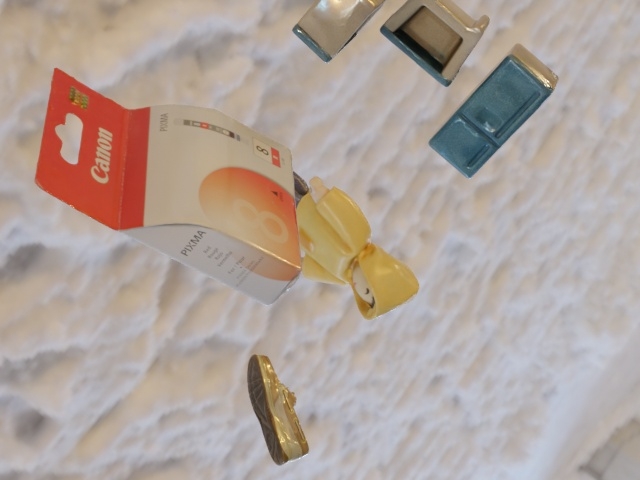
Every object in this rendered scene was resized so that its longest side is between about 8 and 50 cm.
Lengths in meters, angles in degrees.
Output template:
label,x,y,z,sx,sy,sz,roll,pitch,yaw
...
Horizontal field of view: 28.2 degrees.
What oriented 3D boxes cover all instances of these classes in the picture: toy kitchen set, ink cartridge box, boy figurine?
label,x,y,z,sx,sy,sz,roll,pitch,yaw
toy kitchen set,0.080,-0.141,1.109,0.122,0.207,0.166,-48,-177,31
ink cartridge box,-0.097,-0.050,0.852,0.045,0.179,0.145,-45,-151,27
boy figurine,0.000,0.000,1.644,0.092,0.285,0.177,-38,162,-35

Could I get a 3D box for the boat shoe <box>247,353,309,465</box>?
label,x,y,z,sx,sy,sz,roll,pitch,yaw
boat shoe,-0.050,0.197,1.503,0.045,0.135,0.050,-9,164,-29
